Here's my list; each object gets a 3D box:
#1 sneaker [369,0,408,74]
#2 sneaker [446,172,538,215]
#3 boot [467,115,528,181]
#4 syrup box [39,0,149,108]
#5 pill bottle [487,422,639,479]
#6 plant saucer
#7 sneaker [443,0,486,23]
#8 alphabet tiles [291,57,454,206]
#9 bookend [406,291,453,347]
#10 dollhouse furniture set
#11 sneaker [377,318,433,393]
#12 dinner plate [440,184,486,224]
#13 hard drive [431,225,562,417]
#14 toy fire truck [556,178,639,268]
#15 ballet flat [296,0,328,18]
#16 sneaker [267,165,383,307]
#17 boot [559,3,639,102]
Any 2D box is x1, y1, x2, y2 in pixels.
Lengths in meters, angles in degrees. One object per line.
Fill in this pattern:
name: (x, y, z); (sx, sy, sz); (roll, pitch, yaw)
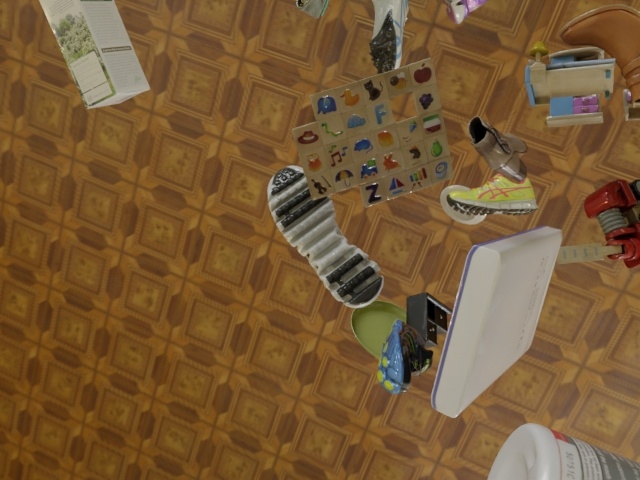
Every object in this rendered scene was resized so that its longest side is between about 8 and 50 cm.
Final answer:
sneaker: (0.153, -0.462, 1.229); (0.085, 0.086, 0.237); (-7, 82, 55)
sneaker: (0.394, -0.109, 1.342); (0.209, 0.081, 0.094); (1, 81, -4)
boot: (0.220, -0.125, 0.728); (0.087, 0.118, 0.042); (35, 120, -22)
syrup box: (-0.426, -0.379, 1.086); (0.093, 0.096, 0.236); (-13, 103, 31)
pill bottle: (0.323, 0.312, 0.586); (0.283, 0.161, 0.161); (20, 109, 4)
plant saucer: (0.200, 0.280, 1.742); (0.241, 0.241, 0.037); (27, 127, 8)
sneaker: (0.289, -0.585, 1.208); (0.105, 0.095, 0.236); (-20, 102, 11)
alphabet tiles: (0.083, -0.153, 0.906); (0.237, 0.009, 0.198); (-19, 113, -5)
bookend: (0.328, 0.259, 1.729); (0.072, 0.157, 0.156); (-20, 140, 36)
dollhouse furniture set: (0.668, -0.436, 1.417); (0.287, 0.303, 0.198); (0, 78, 27)
sneaker: (0.131, 0.171, 0.859); (0.078, 0.188, 0.067); (24, 105, 7)
dinner plate: (0.401, -0.096, 1.640); (0.141, 0.017, 0.141); (26, 146, 19)
hard drive: (0.256, 0.094, 0.802); (0.040, 0.319, 0.210); (19, 106, 31)
toy fire truck: (0.707, -0.029, 1.435); (0.158, 0.246, 0.217); (-47, 53, 54)
ballet flat: (0.007, -0.502, 1.087); (0.068, 0.213, 0.072); (17, 66, -16)
sneaker: (0.000, 0.000, 1.023); (0.110, 0.118, 0.292); (-30, 75, -5)
boot: (0.700, -0.414, 1.317); (0.284, 0.109, 0.220); (-1, 82, 12)
